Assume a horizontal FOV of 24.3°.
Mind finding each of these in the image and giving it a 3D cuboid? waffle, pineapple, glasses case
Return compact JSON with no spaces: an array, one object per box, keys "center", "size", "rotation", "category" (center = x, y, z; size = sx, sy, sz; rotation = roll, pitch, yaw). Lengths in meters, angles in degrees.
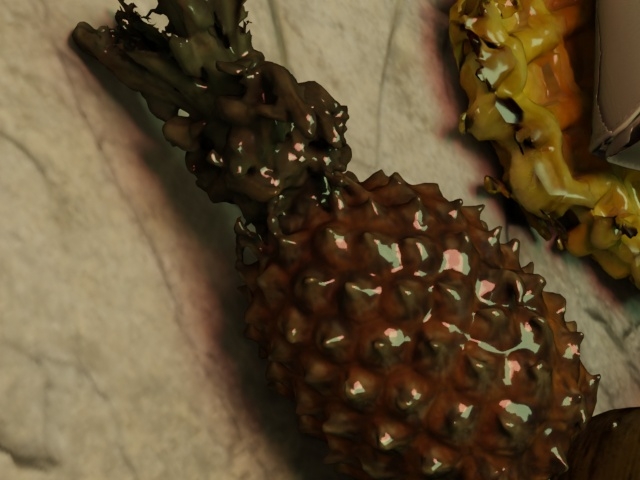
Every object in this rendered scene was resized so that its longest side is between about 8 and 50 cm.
[{"center":[0.234,-0.145,1.210],"size":[0.379,0.095,0.382],"rotation":[32,53,-35],"category":"waffle"},{"center":[0.000,0.000,0.831],"size":[0.361,0.175,0.175],"rotation":[47,41,-5],"category":"pineapple"},{"center":[0.264,-0.196,1.139],"size":[0.128,0.083,0.308],"rotation":[20,62,-37],"category":"glasses case"}]

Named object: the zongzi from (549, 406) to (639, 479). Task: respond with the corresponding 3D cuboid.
[{"center":[0.139,0.281,0.788],"size":[0.392,0.174,0.356],"rotation":[-12,101,-45],"category":"zongzi"}]
